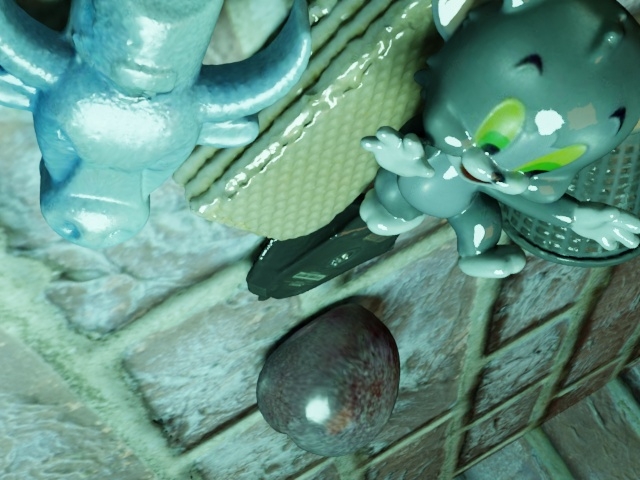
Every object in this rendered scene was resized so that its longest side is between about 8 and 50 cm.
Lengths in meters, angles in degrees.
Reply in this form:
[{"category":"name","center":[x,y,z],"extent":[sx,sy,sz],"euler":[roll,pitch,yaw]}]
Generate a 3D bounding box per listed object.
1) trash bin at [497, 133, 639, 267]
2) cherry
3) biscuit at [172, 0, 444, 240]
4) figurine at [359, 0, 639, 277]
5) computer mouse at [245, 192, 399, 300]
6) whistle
[{"category":"trash bin","center":[0.255,-0.092,0.919],"extent":[0.175,0.175,0.161],"euler":[-24,141,-20]},{"category":"cherry","center":[0.018,0.162,1.100],"extent":[0.176,0.140,0.176],"euler":[-22,139,-21]},{"category":"biscuit","center":[0.078,-0.161,0.655],"extent":[0.426,0.078,0.144],"euler":[-43,153,18]},{"category":"figurine","center":[0.123,-0.064,0.627],"extent":[0.140,0.193,0.265],"euler":[-64,-175,-18]},{"category":"computer mouse","center":[0.000,0.000,0.888],"extent":[0.172,0.057,0.099],"euler":[-31,160,25]},{"category":"whistle","center":[-0.105,-0.095,0.539],"extent":[0.180,0.093,0.269],"euler":[8,137,-20]}]
